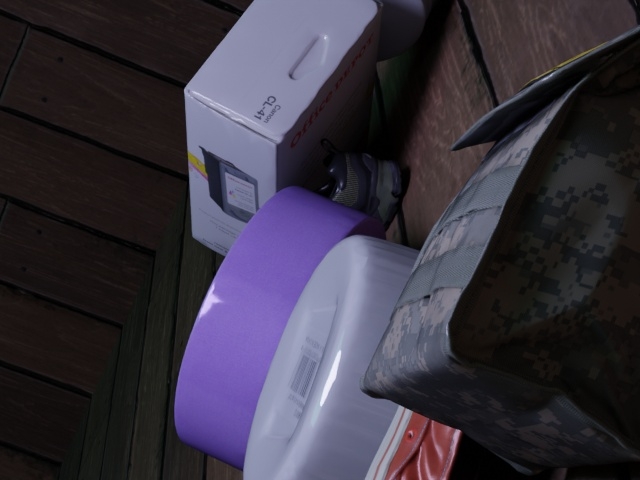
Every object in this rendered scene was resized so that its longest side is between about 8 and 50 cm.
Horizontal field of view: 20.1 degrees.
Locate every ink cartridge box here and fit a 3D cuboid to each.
[{"bbox_3d":[-0.042,-0.131,2.037,0.226,0.131,0.306,-55,-16,-27],"label":"ink cartridge box"}]

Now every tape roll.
[{"bbox_3d":[-0.035,0.089,1.744,0.275,0.090,0.275,-57,-19,-33],"label":"tape roll"}]

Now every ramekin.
[{"bbox_3d":[0.040,0.129,1.492,0.277,0.135,0.277,-158,90,-79],"label":"ramekin"}]

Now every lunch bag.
[{"bbox_3d":[0.163,-0.015,1.117,0.287,0.169,0.235,-63,6,-13],"label":"lunch bag"}]

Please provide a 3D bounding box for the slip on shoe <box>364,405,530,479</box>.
[{"bbox_3d":[0.122,0.100,1.281,0.101,0.123,0.331,-4,55,42],"label":"slip on shoe"}]

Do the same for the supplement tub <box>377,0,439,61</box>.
[{"bbox_3d":[0.053,-0.394,2.130,0.235,0.235,0.325,127,160,-54],"label":"supplement tub"}]

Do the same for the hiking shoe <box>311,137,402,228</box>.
[{"bbox_3d":[0.000,0.000,1.968,0.086,0.114,0.227,-107,40,-73],"label":"hiking shoe"}]
